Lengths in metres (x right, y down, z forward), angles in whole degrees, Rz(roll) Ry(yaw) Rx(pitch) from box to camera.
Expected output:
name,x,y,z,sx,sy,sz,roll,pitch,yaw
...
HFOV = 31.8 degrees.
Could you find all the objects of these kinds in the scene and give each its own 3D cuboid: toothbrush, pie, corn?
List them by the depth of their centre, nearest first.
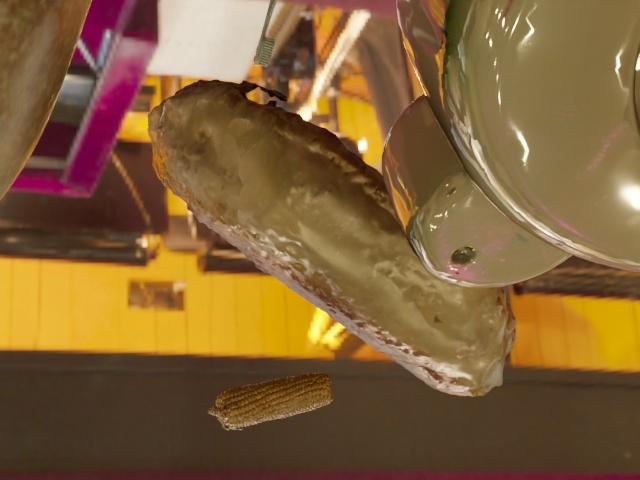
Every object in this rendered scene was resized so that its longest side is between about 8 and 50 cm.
name,x,y,z,sx,sy,sz,roll,pitch,yaw
corn,-0.033,0.105,0.732,0.083,0.027,0.028,-12,118,2
pie,0.000,0.000,0.801,0.315,0.092,0.315,36,174,4
toothbrush,-0.040,-0.304,1.282,0.019,0.220,0.016,12,-165,-18

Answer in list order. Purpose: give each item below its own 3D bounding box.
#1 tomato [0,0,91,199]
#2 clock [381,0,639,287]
name,x,y,z,sx,sy,sz,roll,pitch,yaw
tomato,-0.210,-0.122,0.443,0.239,0.303,0.303,30,146,-25
clock,0.177,-0.106,0.424,0.309,0.114,0.284,-10,133,-8
